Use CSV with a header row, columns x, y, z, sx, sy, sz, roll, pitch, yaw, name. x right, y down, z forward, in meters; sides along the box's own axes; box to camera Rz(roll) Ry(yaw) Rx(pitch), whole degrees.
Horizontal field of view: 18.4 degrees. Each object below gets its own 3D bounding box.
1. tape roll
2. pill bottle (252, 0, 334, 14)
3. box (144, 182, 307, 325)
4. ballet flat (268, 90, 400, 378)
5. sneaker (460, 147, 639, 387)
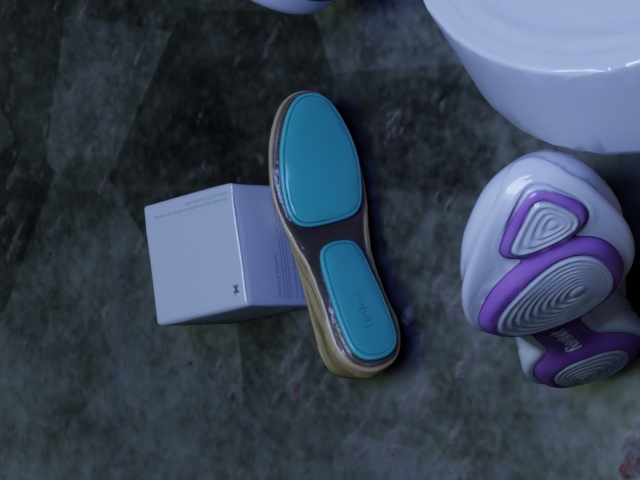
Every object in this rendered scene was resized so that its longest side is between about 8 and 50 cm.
x,y,z,sx,sy,sz,roll,pitch,yaw,name
0.205,-0.201,1.280,0.286,0.100,0.286,-14,55,21,tape roll
0.046,-0.331,1.432,0.334,0.188,0.188,-39,66,32,pill bottle
-0.074,0.013,1.587,0.101,0.087,0.102,-13,82,38,box
0.000,0.000,1.542,0.073,0.080,0.232,138,122,-64,ballet flat
0.139,-0.004,1.300,0.114,0.305,0.152,-19,67,4,sneaker
